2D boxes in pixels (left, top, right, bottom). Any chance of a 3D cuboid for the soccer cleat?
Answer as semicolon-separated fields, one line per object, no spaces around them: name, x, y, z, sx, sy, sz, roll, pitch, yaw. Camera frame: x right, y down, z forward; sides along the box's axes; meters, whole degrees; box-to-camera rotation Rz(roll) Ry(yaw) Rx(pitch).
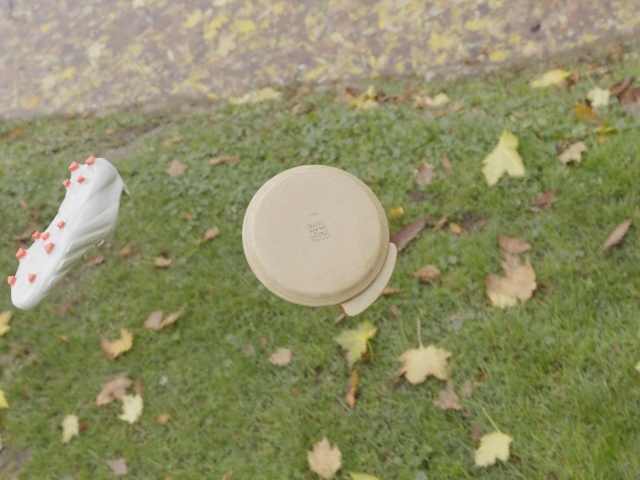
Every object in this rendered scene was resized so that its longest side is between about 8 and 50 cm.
soccer cleat;-0.261;-0.003;0.931;0.068;0.076;0.196;-7;49;37

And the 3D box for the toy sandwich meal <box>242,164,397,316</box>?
toy sandwich meal;0.000;0.000;0.463;0.086;0.029;0.085;1;75;-4
